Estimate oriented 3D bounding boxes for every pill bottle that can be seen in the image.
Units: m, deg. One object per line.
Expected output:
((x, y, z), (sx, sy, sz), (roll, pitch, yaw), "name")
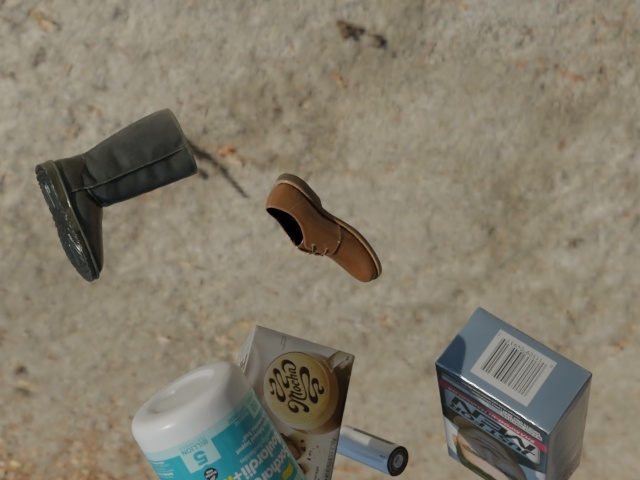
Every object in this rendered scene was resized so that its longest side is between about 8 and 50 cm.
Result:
((-0.097, 0.285, 1.287), (0.146, 0.146, 0.264), (-21, 106, 36), "pill bottle")

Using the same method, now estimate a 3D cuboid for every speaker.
((0.085, 0.363, 1.898), (0.136, 0.055, 0.055), (12, 154, 46), "speaker")

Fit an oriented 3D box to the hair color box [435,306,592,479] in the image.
((0.286, 0.265, 1.629), (0.185, 0.113, 0.374), (31, 160, 25), "hair color box")

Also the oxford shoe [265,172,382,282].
((0.000, 0.000, 1.604), (0.212, 0.076, 0.076), (41, 143, -14), "oxford shoe")

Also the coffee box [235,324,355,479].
((-0.066, 0.300, 1.645), (0.168, 0.297, 0.119), (19, 148, -9), "coffee box")

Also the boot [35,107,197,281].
((-0.266, -0.064, 1.508), (0.076, 0.208, 0.190), (2, 112, 55), "boot")
